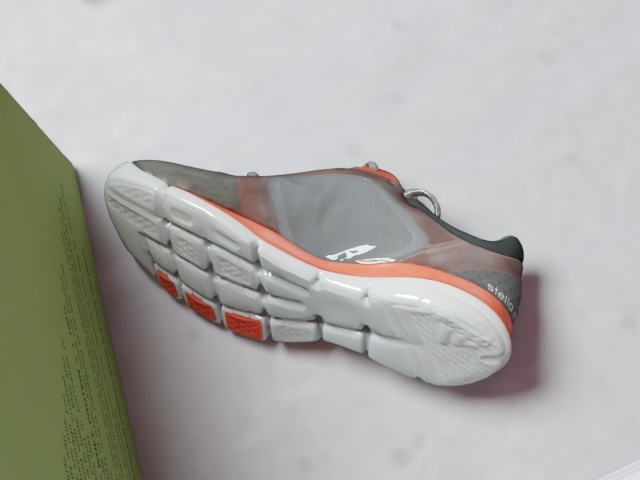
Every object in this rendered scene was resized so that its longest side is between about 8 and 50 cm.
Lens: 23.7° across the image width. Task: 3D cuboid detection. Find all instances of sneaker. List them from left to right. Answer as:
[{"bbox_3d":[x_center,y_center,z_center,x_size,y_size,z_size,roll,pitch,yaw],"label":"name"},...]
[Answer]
[{"bbox_3d":[0.000,0.000,0.552,0.158,0.061,0.065,21,53,9],"label":"sneaker"}]

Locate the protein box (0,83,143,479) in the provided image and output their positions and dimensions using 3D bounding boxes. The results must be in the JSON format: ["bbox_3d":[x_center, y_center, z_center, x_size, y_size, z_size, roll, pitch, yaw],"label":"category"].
[{"bbox_3d":[-0.145,0.055,0.468,0.136,0.201,0.199,-15,76,2],"label":"protein box"}]

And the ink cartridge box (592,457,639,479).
[{"bbox_3d":[0.123,0.227,0.453,0.186,0.065,0.311,-25,64,0],"label":"ink cartridge box"}]
